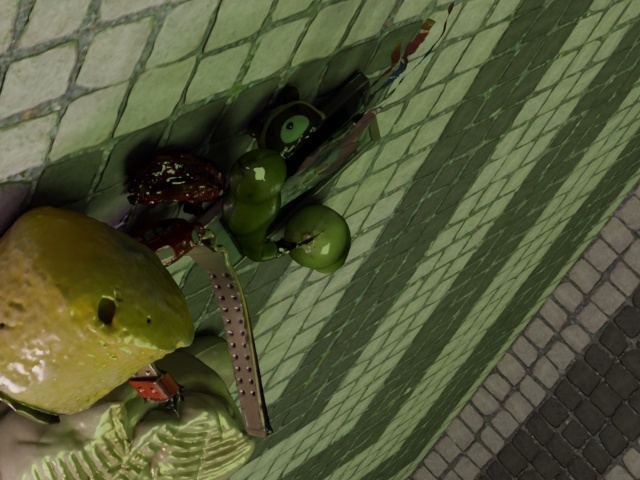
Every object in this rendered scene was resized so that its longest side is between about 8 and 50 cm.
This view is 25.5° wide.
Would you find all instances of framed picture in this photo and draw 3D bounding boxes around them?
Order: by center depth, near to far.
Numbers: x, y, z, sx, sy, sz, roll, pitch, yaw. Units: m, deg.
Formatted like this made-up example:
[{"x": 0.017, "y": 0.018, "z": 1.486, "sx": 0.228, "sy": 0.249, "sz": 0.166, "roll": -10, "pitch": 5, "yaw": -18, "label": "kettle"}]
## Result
[{"x": -0.039, "y": -0.074, "z": 1.730, "sx": 0.281, "sy": 0.019, "sz": 0.209, "roll": -43, "pitch": 163, "yaw": -5, "label": "framed picture"}]

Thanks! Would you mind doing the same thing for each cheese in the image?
[{"x": -0.184, "y": 0.182, "z": 1.932, "sx": 0.137, "sy": 0.064, "sz": 0.227, "roll": -45, "pitch": 162, "yaw": -1, "label": "cheese"}]

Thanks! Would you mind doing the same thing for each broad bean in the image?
[{"x": -0.064, "y": -0.037, "z": 1.577, "sx": 0.098, "sy": 0.056, "sz": 0.318, "roll": -36, "pitch": 164, "yaw": -2, "label": "broad bean"}]

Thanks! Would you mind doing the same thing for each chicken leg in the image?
[{"x": -0.144, "y": -0.059, "z": 1.479, "sx": 0.093, "sy": 0.053, "sz": 0.205, "roll": -28, "pitch": 161, "yaw": 16, "label": "chicken leg"}]

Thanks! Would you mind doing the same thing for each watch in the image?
[{"x": -0.144, "y": 0.110, "z": 1.533, "sx": 0.102, "sy": 0.268, "sz": 0.165, "roll": -7, "pitch": -169, "yaw": 44, "label": "watch"}]

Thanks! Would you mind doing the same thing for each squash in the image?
[{"x": 0.000, "y": 0.000, "z": 1.862, "sx": 0.083, "sy": 0.083, "sz": 0.250, "roll": -44, "pitch": 174, "yaw": 1, "label": "squash"}]

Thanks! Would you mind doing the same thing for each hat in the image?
[{"x": -0.039, "y": -0.125, "z": 1.546, "sx": 0.077, "sy": 0.059, "sz": 0.076, "roll": -45, "pitch": 180, "yaw": 20, "label": "hat"}]

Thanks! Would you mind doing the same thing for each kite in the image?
[{"x": 0.032, "y": -0.129, "z": 1.615, "sx": 0.204, "sy": 0.022, "sz": 0.360, "roll": -34, "pitch": 169, "yaw": -41, "label": "kite"}]

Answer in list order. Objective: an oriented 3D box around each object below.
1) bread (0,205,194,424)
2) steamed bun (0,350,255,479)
[{"x": -0.230, "y": 0.065, "z": 1.329, "sx": 0.170, "sy": 0.197, "sz": 0.197, "roll": -43, "pitch": 164, "yaw": 12, "label": "bread"}, {"x": -0.247, "y": 0.215, "z": 1.638, "sx": 0.289, "sy": 0.203, "sz": 0.276, "roll": -33, "pitch": 136, "yaw": -19, "label": "steamed bun"}]
